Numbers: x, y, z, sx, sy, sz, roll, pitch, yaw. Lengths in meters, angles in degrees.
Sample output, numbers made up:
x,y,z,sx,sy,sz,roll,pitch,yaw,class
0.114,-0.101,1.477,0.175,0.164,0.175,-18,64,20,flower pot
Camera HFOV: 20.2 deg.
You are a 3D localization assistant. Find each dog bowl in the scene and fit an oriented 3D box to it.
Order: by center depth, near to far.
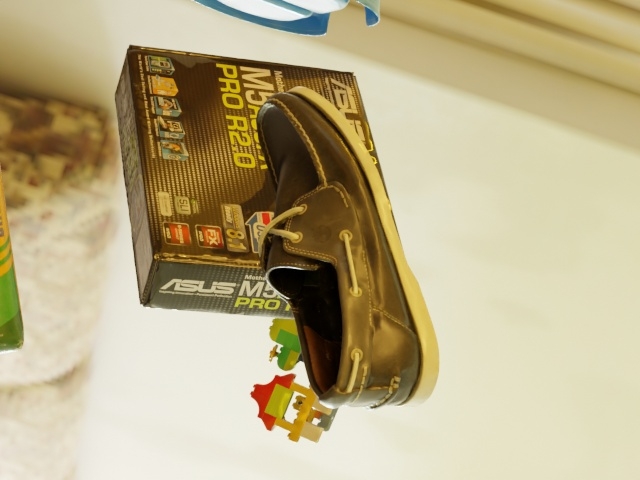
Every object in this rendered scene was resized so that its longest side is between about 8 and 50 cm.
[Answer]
x,y,z,sx,sy,sz,roll,pitch,yaw,class
-0.037,-0.266,1.764,0.297,0.166,0.074,7,-100,69,dog bowl

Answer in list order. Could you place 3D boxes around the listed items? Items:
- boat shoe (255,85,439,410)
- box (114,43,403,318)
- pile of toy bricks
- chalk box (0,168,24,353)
x,y,z,sx,sy,sz,roll,pitch,yaw,class
0.000,0.000,1.132,0.084,0.079,0.233,-58,-135,51,boat shoe
-0.055,-0.050,1.531,0.270,0.216,0.060,-102,-156,-44,box
-0.008,0.094,1.837,0.118,0.105,0.212,30,83,-82,pile of toy bricks
-0.305,-0.024,0.884,0.179,0.289,0.180,-150,-129,-74,chalk box
